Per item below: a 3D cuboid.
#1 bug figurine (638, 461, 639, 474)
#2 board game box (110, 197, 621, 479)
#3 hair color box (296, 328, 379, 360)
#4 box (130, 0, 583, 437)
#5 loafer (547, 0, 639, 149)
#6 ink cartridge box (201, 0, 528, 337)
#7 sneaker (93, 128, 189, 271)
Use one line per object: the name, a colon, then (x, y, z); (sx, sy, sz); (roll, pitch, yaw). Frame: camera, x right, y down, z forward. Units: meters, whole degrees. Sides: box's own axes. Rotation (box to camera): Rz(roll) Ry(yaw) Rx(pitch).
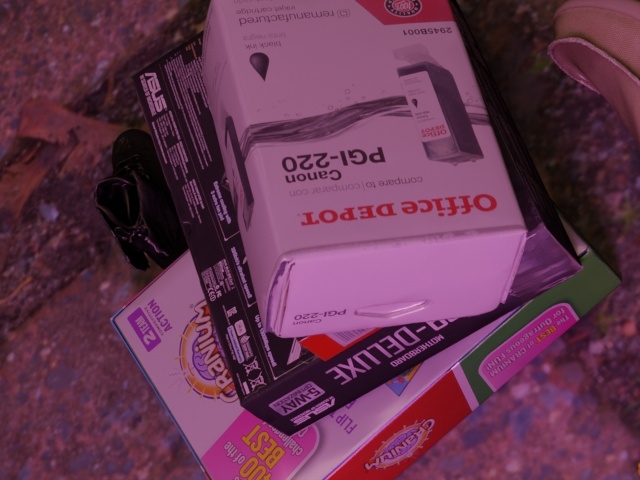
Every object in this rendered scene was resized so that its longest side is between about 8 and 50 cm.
bug figurine: (0.293, 0.220, 1.128); (0.216, 0.072, 0.279); (-12, 59, 22)
board game box: (0.024, 0.044, 1.379); (0.316, 0.064, 0.242); (-41, 53, 7)
hair color box: (0.000, 0.000, 1.249); (0.072, 0.043, 0.141); (-32, 57, 14)
box: (0.016, -0.053, 1.341); (0.242, 0.076, 0.307); (-31, 55, 14)
loafer: (0.246, -0.080, 1.284); (0.092, 0.102, 0.268); (-49, 53, -6)
ink cartridge box: (0.022, -0.058, 1.191); (0.158, 0.092, 0.218); (-7, 58, -13)
sneaker: (-0.147, -0.038, 1.505); (0.051, 0.089, 0.170); (-33, 55, 14)
